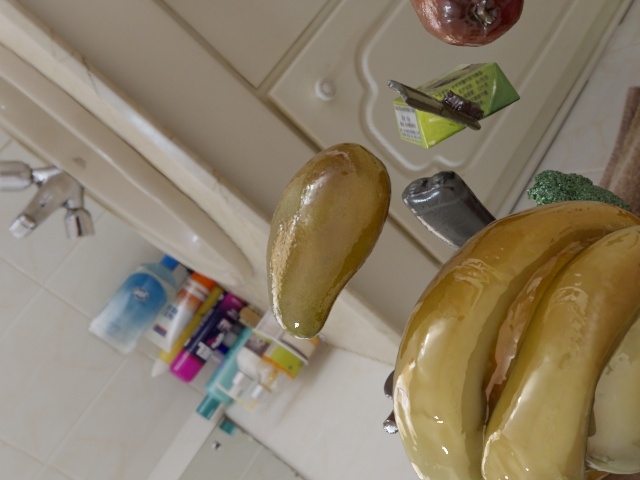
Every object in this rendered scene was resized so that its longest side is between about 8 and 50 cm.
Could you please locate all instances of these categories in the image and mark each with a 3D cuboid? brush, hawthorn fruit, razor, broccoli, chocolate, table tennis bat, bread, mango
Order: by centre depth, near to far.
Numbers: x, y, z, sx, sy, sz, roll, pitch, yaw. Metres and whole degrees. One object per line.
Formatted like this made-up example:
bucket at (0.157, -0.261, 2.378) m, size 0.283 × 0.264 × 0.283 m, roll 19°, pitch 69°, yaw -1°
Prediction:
bread at (0.281, 0.138, 0.634) m, size 0.245 × 0.424 × 0.329 m, roll 31°, pitch 128°, yaw 48°
mango at (0.000, 0.000, 0.653) m, size 0.099 × 0.227 × 0.136 m, roll 9°, pitch -162°, yaw -41°
brush at (0.164, -0.186, 0.789) m, size 0.043 × 0.036 × 0.248 m, roll 41°, pitch -157°, yaw 28°
table tennis bat at (0.111, 0.164, 0.813) m, size 0.107 × 0.170 × 0.119 m, roll -14°, pitch 106°, yaw 34°
hawthorn fruit at (0.280, -0.466, 1.120) m, size 0.215 × 0.249 × 0.215 m, roll -3°, pitch 140°, yaw -3°
broccoli at (0.538, -0.019, 1.264) m, size 0.294 × 0.245 × 0.265 m, roll 34°, pitch -148°, yaw -44°
chocolate at (0.373, -0.401, 1.712) m, size 0.137 × 0.289 × 0.301 m, roll 62°, pitch 180°, yaw -16°
razor at (0.417, -0.074, 1.799) m, size 0.349 × 0.113 × 0.204 m, roll 38°, pitch 143°, yaw -29°
